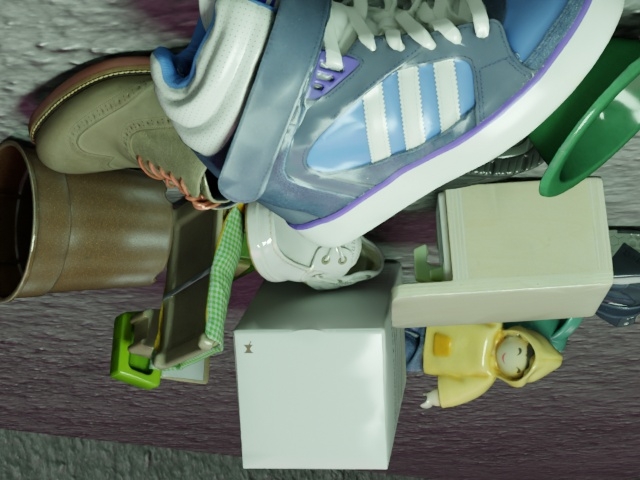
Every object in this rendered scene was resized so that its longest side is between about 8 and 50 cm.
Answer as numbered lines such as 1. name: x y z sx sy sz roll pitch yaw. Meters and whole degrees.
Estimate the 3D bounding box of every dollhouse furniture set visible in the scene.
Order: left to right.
1. dollhouse furniture set: -0.116 0.062 1.655 0.151 0.197 0.301 11 162 -25

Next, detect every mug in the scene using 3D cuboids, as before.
1. mug: 0.283 0.117 1.983 0.130 0.097 0.158 5 164 -10

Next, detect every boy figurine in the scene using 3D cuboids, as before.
1. boy figurine: 0.179 0.145 1.921 0.285 0.177 0.092 14 180 25

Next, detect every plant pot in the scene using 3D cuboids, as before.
1. plant pot: -0.252 -0.016 1.496 0.165 0.167 0.167 3 165 -32

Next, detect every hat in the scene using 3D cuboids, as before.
1. hat: 0.177 -0.153 1.201 0.208 0.183 0.173 -34 159 -31

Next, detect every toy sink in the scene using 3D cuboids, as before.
1. toy sink: 0.190 0.012 1.580 0.234 0.131 0.153 -4 163 2

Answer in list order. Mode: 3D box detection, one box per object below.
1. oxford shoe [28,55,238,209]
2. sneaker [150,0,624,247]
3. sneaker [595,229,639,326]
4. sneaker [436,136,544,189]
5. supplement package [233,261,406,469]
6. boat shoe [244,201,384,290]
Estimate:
1. oxford shoe: -0.127 -0.089 1.260 0.348 0.130 0.123 -11 160 35
2. sneaker: 0.030 -0.152 1.042 0.323 0.130 0.236 -36 119 21
3. sneaker: 0.422 0.048 1.737 0.226 0.086 0.163 5 157 10
4. sneaker: 0.069 -0.083 1.325 0.286 0.109 0.130 3 170 2
5. supplement package: 0.007 0.147 1.762 0.178 0.175 0.293 0 -166 8
6. boat shoe: 0.000 0.000 1.628 0.096 0.098 0.277 -6 171 21
